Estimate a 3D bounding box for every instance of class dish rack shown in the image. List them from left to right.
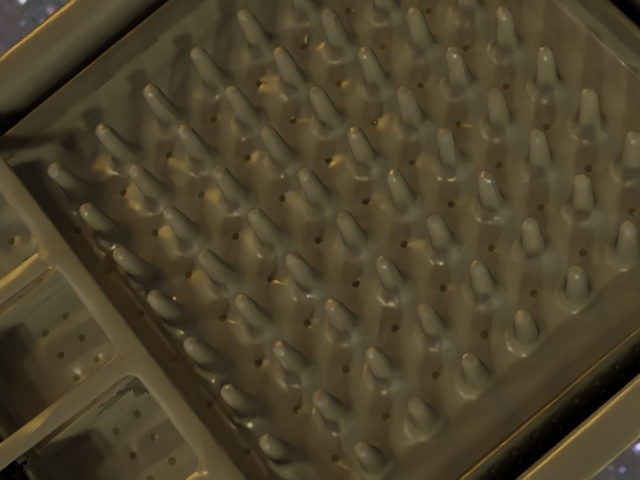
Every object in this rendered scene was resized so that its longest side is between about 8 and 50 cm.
[{"bbox_3d":[0.000,0.000,0.539,0.285,0.333,0.072,49,177,25],"label":"dish rack"}]
